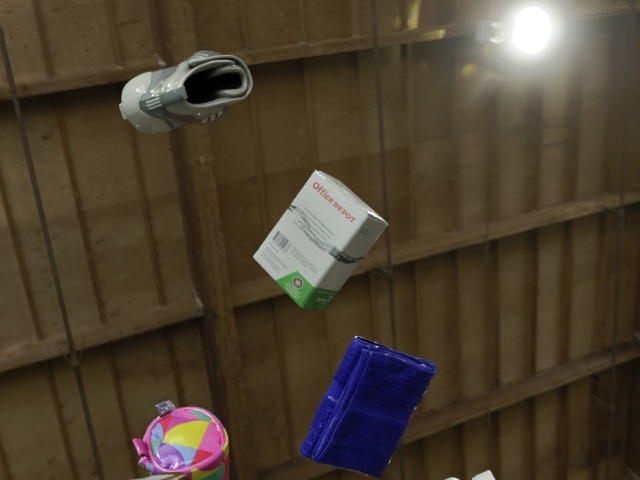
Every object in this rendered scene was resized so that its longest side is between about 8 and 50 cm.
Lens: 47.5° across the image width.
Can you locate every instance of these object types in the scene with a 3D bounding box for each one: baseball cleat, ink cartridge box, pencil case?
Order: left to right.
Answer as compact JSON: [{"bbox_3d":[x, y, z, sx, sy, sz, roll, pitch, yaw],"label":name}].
[{"bbox_3d":[-0.160,0.299,0.866,0.105,0.104,0.236,-15,-50,-21],"label":"pencil case"},{"bbox_3d":[-0.101,-0.144,0.694,0.110,0.206,0.072,-9,-69,22],"label":"baseball cleat"},{"bbox_3d":[0.000,0.000,1.328,0.208,0.153,0.087,-53,-31,13],"label":"ink cartridge box"}]

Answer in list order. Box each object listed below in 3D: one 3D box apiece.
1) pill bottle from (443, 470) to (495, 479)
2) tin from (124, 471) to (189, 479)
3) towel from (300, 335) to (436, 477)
[{"bbox_3d":[0.214,0.508,1.290,0.246,0.136,0.136,-27,-63,2],"label":"pill bottle"},{"bbox_3d":[-0.132,0.147,0.372,0.106,0.189,0.040,-12,-103,4],"label":"tin"},{"bbox_3d":[0.112,0.385,1.636,0.228,0.076,0.308,21,-79,-21],"label":"towel"}]
